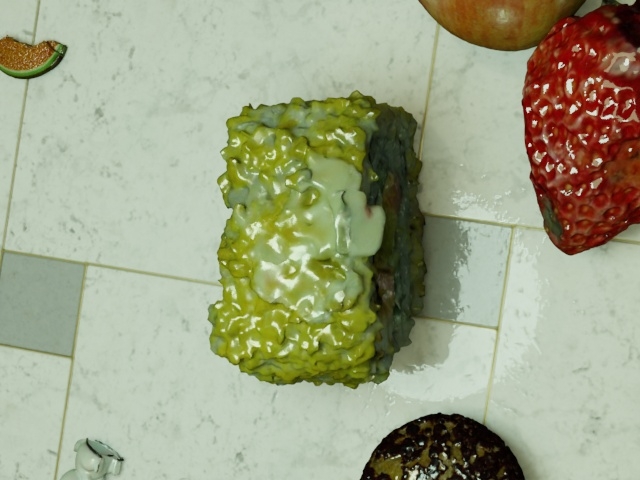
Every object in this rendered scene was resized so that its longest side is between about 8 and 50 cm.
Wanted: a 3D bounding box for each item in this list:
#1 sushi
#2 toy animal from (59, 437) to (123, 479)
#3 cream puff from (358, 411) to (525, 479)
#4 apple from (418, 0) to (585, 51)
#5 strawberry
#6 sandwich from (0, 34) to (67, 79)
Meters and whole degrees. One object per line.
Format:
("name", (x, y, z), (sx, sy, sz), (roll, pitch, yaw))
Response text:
("sushi", (0.000, 0.000, 1.721), (0.240, 0.351, 0.396), (-1, 86, 16))
("toy animal", (-0.367, 0.363, 1.959), (0.085, 0.071, 0.124), (34, 97, 14))
("cream puff", (0.163, 0.355, 1.758), (0.239, 0.165, 0.239), (-1, 85, 15))
("apple", (0.240, -0.396, 1.720), (0.302, 0.301, 0.301), (-1, 88, 16))
("strawberry", (0.375, -0.160, 1.669), (0.310, 0.292, 0.291), (-35, 79, 28))
("sandwich", (-0.468, -0.287, 2.036), (0.135, 0.029, 0.067), (7, 84, 17))
